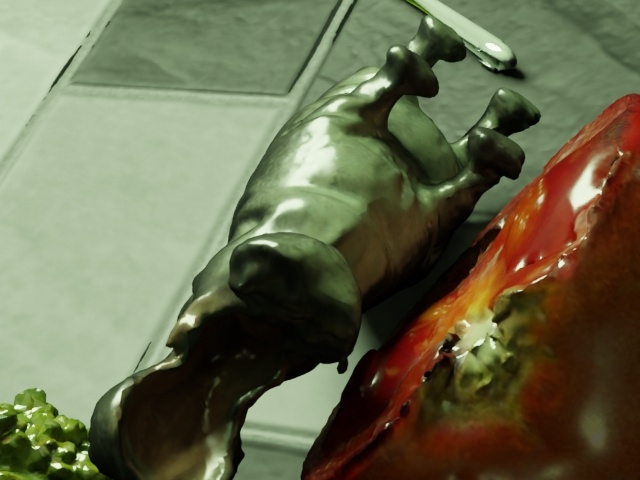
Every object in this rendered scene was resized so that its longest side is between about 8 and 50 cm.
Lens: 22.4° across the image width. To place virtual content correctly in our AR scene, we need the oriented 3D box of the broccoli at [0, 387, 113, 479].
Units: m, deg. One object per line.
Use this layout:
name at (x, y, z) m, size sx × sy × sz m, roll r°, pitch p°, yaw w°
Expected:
broccoli at (-0.179, 0.172, 0.716) m, size 0.242 × 0.180 × 0.273 m, roll -23°, pitch 43°, yaw -3°

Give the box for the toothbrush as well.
toothbrush at (0.045, -0.168, 1.083) m, size 0.026 × 0.022 × 0.263 m, roll -43°, pitch 46°, yaw -5°

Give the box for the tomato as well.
tomato at (0.108, 0.059, 0.729) m, size 0.233 × 0.139 × 0.200 m, roll -47°, pitch 5°, yaw 17°

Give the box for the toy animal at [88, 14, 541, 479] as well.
toy animal at (0.008, -0.008, 0.780) m, size 0.168 × 0.106 × 0.343 m, roll -45°, pitch 3°, yaw 32°
